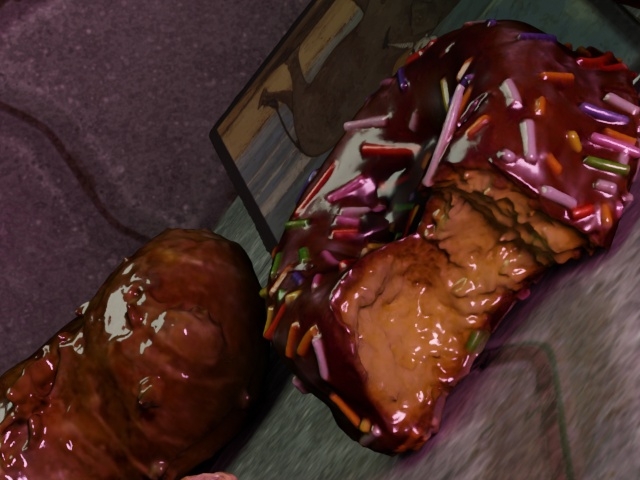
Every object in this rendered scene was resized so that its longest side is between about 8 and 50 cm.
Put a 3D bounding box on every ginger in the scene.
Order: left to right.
[{"bbox_3d":[-0.179,0.158,1.377,0.418,0.176,0.254,-50,2,-12],"label":"ginger"}]

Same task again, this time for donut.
[{"bbox_3d":[0.057,-0.018,0.900,0.230,0.096,0.216,-47,20,33],"label":"donut"}]

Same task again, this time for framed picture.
[{"bbox_3d":[0.053,-0.085,1.102,0.265,0.016,0.347,-50,33,15],"label":"framed picture"}]

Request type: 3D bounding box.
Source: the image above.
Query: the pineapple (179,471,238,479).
[{"bbox_3d":[-0.093,0.165,0.812,0.334,0.158,0.161,-47,9,46],"label":"pineapple"}]

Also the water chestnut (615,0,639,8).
[{"bbox_3d":[0.181,-0.210,0.775,0.224,0.238,0.223,-28,-53,-45],"label":"water chestnut"}]
